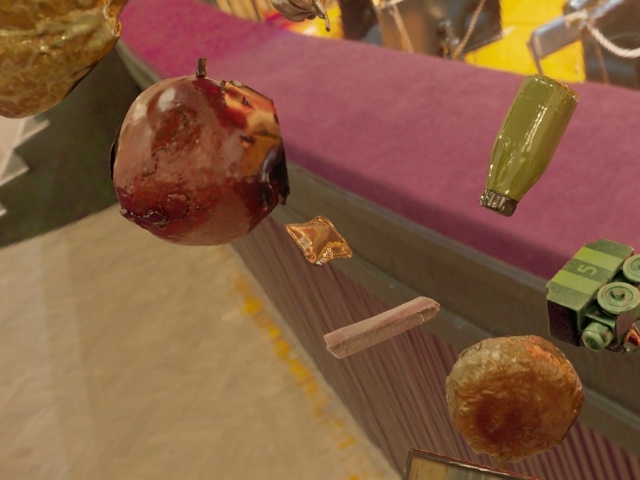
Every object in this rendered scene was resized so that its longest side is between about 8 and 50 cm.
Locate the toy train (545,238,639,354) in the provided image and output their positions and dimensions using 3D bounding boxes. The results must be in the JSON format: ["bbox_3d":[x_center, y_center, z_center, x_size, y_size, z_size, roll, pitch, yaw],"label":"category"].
[{"bbox_3d":[0.665,0.125,1.995,0.238,0.167,0.299,21,48,40],"label":"toy train"}]

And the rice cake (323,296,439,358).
[{"bbox_3d":[0.160,0.224,2.220,0.365,0.056,0.072,-20,29,-30],"label":"rice cake"}]

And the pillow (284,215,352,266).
[{"bbox_3d":[0.000,0.000,2.013,0.033,0.130,0.217,-42,-12,25],"label":"pillow"}]

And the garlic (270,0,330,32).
[{"bbox_3d":[-0.032,-0.547,1.988,0.127,0.194,0.131,-47,-18,27],"label":"garlic"}]

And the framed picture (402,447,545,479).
[{"bbox_3d":[0.269,0.466,1.233,0.347,0.265,0.016,13,-5,9],"label":"framed picture"}]

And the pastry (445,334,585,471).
[{"bbox_3d":[0.433,0.358,1.951,0.329,0.330,0.136,-20,25,13],"label":"pastry"}]

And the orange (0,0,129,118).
[{"bbox_3d":[-0.346,-0.339,1.038,0.271,0.210,0.369,23,83,30],"label":"orange"}]

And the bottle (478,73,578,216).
[{"bbox_3d":[0.377,-0.171,1.590,0.260,0.112,0.112,-65,28,4],"label":"bottle"}]

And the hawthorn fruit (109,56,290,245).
[{"bbox_3d":[-0.191,-0.129,1.434,0.316,0.316,0.316,-21,25,10],"label":"hawthorn fruit"}]
